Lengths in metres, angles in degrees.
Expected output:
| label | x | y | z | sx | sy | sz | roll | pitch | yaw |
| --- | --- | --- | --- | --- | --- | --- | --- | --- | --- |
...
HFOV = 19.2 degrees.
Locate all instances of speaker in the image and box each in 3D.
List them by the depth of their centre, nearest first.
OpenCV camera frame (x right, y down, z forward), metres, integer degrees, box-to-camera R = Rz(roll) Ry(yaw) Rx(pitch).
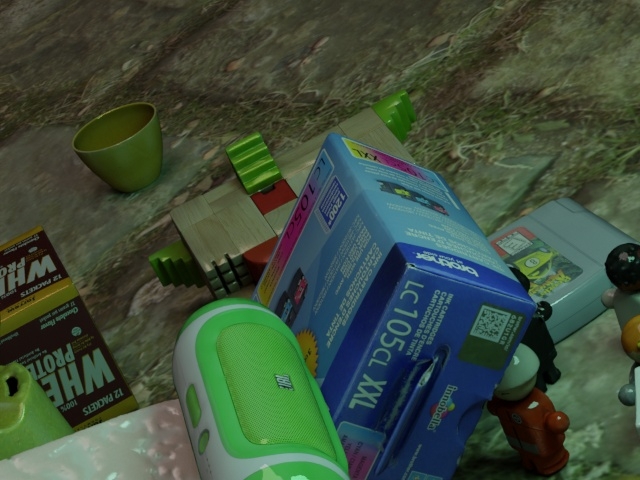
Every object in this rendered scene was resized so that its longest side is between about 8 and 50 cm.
| label | x | y | z | sx | sy | sz | roll | pitch | yaw |
| --- | --- | --- | --- | --- | --- | --- | --- | --- | --- |
| speaker | -0.055 | 0.173 | 1.705 | 0.131 | 0.131 | 0.296 | -24 | 33 | 0 |

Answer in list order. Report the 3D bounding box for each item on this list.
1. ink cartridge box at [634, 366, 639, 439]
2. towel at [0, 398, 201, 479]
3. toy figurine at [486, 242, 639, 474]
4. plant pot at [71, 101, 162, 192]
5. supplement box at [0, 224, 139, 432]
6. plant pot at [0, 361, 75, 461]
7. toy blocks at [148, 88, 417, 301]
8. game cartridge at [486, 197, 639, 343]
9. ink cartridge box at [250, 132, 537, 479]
| label | x | y | z | sx | sy | sz | roll | pitch | yaw |
| --- | --- | --- | --- | --- | --- | --- | --- | --- | --- |
| ink cartridge box | 0.397 | 0.169 | 1.652 | 0.212 | 0.154 | 0.093 | -16 | 27 | 17 |
| towel | -0.177 | 0.316 | 1.732 | 0.317 | 0.053 | 0.332 | -19 | 55 | -21 |
| toy figurine | 0.261 | 0.106 | 1.878 | 0.210 | 0.148 | 0.213 | -16 | 28 | 14 |
| plant pot | -0.284 | -0.127 | 2.776 | 0.134 | 0.095 | 0.134 | -19 | 27 | 10 |
| supplement box | -0.334 | 0.119 | 2.276 | 0.129 | 0.191 | 0.194 | -28 | 28 | -8 |
| plant pot | -0.324 | 0.272 | 1.931 | 0.276 | 0.254 | 0.276 | -18 | 28 | 10 |
| toy blocks | 0.000 | 0.000 | 2.280 | 0.381 | 0.190 | 0.261 | -28 | 39 | -6 |
| game cartridge | 0.209 | 0.061 | 2.105 | 0.294 | 0.060 | 0.196 | -30 | 32 | -11 |
| ink cartridge box | 0.060 | 0.098 | 1.861 | 0.270 | 0.151 | 0.395 | -65 | 23 | 18 |
